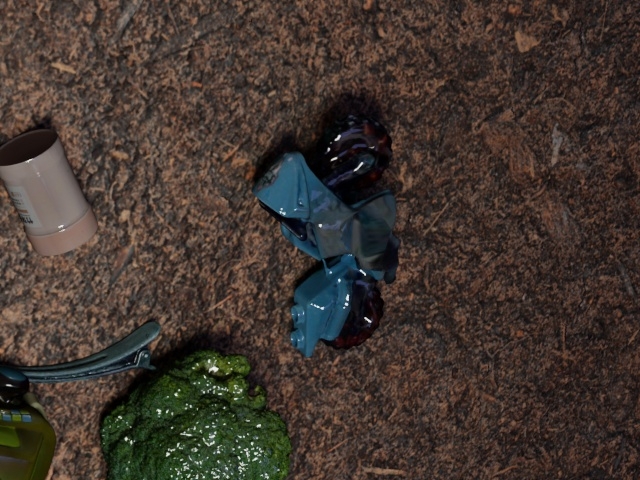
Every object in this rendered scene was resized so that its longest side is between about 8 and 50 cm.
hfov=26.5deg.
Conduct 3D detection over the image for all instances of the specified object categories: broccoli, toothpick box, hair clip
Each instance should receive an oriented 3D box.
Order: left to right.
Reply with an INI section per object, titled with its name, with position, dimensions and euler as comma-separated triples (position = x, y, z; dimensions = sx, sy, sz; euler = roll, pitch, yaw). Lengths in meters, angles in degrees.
[toothpick box]
position = -0.377, -0.066, 1.865
dimensions = 0.098, 0.098, 0.149
euler = -33, 123, -22
[hair clip]
position = -0.362, 0.184, 2.007
dimensions = 0.275, 0.048, 0.083
euler = -10, 117, -32
[broccoli]
position = -0.171, 0.333, 2.069
dimensions = 0.321, 0.304, 0.283
euler = -49, 167, 15

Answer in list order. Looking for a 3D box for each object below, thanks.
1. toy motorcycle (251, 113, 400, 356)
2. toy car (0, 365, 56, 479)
[toy motorcycle]
position = 0.000, 0.000, 2.144
dimensions = 0.232, 0.172, 0.416
euler = -14, 124, -25
[toy car]
position = -0.478, 0.288, 1.845
dimensions = 0.248, 0.198, 0.204
euler = 18, 103, -32
